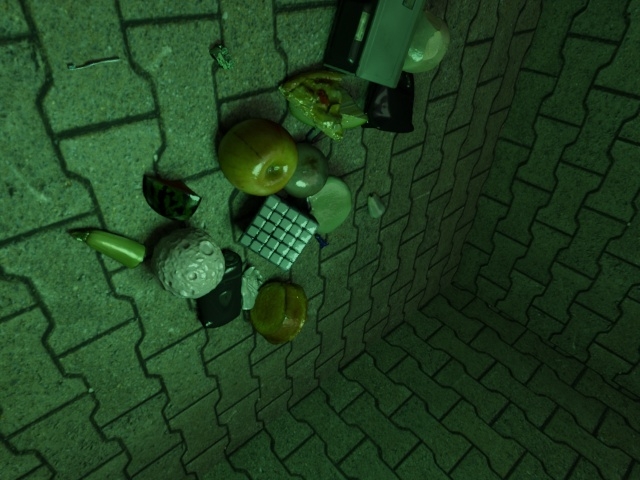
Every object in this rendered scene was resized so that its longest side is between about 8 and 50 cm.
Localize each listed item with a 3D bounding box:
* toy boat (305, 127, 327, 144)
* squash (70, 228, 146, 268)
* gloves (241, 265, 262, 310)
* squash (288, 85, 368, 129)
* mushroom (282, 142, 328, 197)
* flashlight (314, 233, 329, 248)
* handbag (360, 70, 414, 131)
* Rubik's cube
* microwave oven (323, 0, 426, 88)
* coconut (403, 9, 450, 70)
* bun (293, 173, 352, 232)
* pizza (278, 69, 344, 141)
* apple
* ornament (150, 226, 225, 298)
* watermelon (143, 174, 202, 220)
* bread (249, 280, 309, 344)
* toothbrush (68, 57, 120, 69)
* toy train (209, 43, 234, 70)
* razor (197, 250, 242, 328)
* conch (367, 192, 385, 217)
[{"bbox_3d":[0.034,-0.487,1.738,0.229,0.046,0.080,-39,139,-17],"label":"toy boat"},{"bbox_3d":[-0.687,0.016,1.304,0.094,0.094,0.224,-55,138,2],"label":"squash"},{"bbox_3d":[-0.329,0.215,1.859,0.119,0.097,0.229,-20,136,-56],"label":"gloves"},{"bbox_3d":[0.023,-0.495,1.627,0.289,0.203,0.111,-31,172,-33],"label":"squash"},{"bbox_3d":[-0.078,-0.289,1.667,0.226,0.178,0.226,-2,102,-11],"label":"mushroom"},{"bbox_3d":[0.000,0.000,2.113,0.057,0.035,0.121,-30,140,8],"label":"flashlight"},{"bbox_3d":[0.321,-0.647,1.854,0.342,0.152,0.288,-12,116,-48],"label":"handbag"},{"bbox_3d":[-0.165,-0.046,1.639,0.237,0.238,0.237,-58,-171,7],"label":"Rubik's cube"},{"bbox_3d":[0.193,-0.793,1.513,0.286,0.218,0.355,-8,125,-44],"label":"microwave oven"},{"bbox_3d":[0.404,-0.835,1.697,0.247,0.245,0.245,-17,131,-50],"label":"coconut"},{"bbox_3d":[0.001,-0.184,1.854,0.283,0.179,0.283,-12,123,-18],"label":"bun"},{"bbox_3d":[0.022,-0.512,1.530,0.280,0.287,0.075,-32,-178,-26],"label":"pizza"},{"bbox_3d":[-0.217,-0.296,1.443,0.286,0.233,0.286,-29,138,-29],"label":"apple"},{"bbox_3d":[-0.477,0.087,1.449,0.225,0.259,0.259,-36,141,-32],"label":"ornament"},{"bbox_3d":[-0.509,-0.143,1.346,0.193,0.137,0.145,-23,162,34],"label":"watermelon"},{"bbox_3d":[-0.204,0.337,1.950,0.312,0.312,0.172,-54,135,0],"label":"bread"},{"bbox_3d":[-0.592,-0.465,1.063,0.131,0.011,0.013,-29,159,-32],"label":"toothbrush"},{"bbox_3d":[-0.308,-0.574,1.279,0.053,0.033,0.083,-41,144,-9],"label":"toy train"},{"bbox_3d":[-0.429,0.213,1.725,0.204,0.113,0.349,-21,135,-36],"label":"razor"},{"bbox_3d":[0.305,-0.197,2.279,0.104,0.094,0.176,-36,116,-3],"label":"conch"}]
